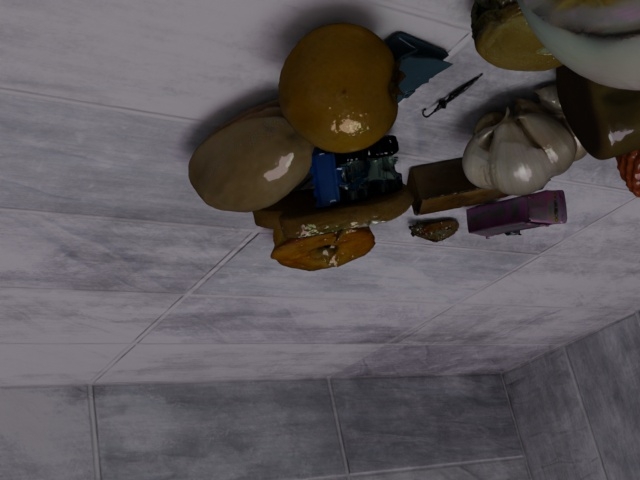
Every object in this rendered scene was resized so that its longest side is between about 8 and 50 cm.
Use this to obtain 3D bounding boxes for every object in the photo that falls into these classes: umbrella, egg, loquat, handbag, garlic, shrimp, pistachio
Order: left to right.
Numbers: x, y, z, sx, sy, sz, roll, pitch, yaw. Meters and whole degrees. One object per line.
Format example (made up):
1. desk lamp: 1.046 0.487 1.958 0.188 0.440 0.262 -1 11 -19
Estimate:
1. pistachio: -0.126 -0.149 1.594 0.293 0.162 0.181 -28 122 37
2. loquat: 0.035 -0.246 1.391 0.208 0.208 0.208 -10 157 -4
3. handbag: 0.117 -0.282 1.546 0.144 0.057 0.221 0 154 -42
4. shrimp: 0.290 -0.030 2.228 0.184 0.043 0.091 -1 148 -40
5. umbrella: 0.258 -0.277 1.659 0.149 0.022 0.022 -29 178 35
6. garlic: 0.419 -0.195 1.726 0.281 0.184 0.203 -18 140 16
7. egg: 0.456 -0.359 1.143 0.355 0.354 0.340 -24 155 27

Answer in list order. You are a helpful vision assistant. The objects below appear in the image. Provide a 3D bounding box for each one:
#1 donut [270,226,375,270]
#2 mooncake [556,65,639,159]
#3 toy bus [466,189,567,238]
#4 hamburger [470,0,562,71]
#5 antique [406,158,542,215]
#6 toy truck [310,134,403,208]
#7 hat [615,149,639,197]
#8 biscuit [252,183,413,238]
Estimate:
1. donut: 0.002 -0.001 2.050 0.254 0.118 0.253 -13 157 -6
2. mooncake: 0.513 -0.269 1.559 0.117 0.234 0.235 -19 156 4
3. toy bus: 0.468 -0.061 2.065 0.112 0.090 0.274 -3 175 -24
4. hamburger: 0.338 -0.361 1.381 0.190 0.122 0.215 -1 159 -7
5. antique: 0.358 -0.136 1.949 0.310 0.087 0.093 -11 159 -3
6. toy truck: 0.058 -0.144 1.736 0.208 0.113 0.126 -15 -164 -26
7. hat: 0.719 -0.254 1.614 0.285 0.285 0.400 -11 152 -1
8. biscuit: 0.013 -0.057 1.771 0.344 0.057 0.287 -3 -164 22
